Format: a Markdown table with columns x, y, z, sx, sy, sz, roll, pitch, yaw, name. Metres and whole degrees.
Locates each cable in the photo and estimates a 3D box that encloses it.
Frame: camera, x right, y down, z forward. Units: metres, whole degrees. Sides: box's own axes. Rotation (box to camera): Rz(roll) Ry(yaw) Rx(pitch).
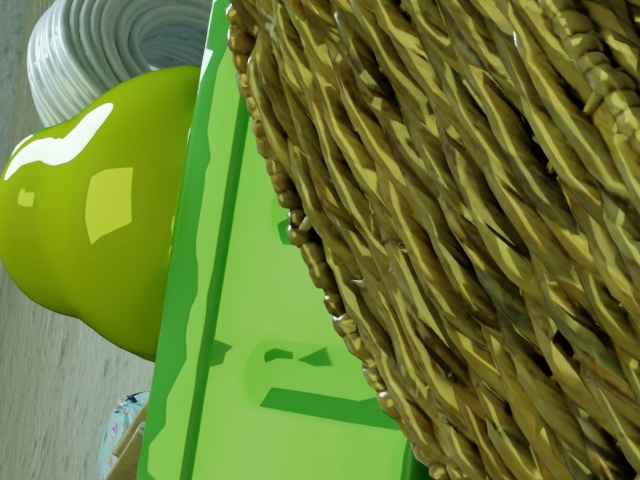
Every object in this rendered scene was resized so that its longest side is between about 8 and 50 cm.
| x | y | z | sx | sy | sz | roll | pitch | yaw | name |
| --- | --- | --- | --- | --- | --- | --- | --- | --- | --- |
| -0.120 | -0.130 | 1.259 | 0.089 | 0.257 | 0.257 | -53 | 52 | 40 | cable |

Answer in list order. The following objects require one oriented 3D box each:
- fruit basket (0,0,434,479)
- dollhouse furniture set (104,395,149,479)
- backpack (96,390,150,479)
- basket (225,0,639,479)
| x | y | z | sx | sy | sz | roll | pitch | yaw | name |
| --- | --- | --- | --- | --- | --- | --- | --- | --- | --- |
| 0.000 | 0.000 | 0.825 | 0.392 | 0.283 | 0.392 | -22 | 62 | 49 | fruit basket |
| -0.127 | 0.382 | 1.059 | 0.394 | 0.256 | 0.362 | -56 | 9 | 19 | dollhouse furniture set |
| -0.135 | 0.200 | 1.303 | 0.182 | 0.115 | 0.152 | 161 | 103 | -73 | backpack |
| 0.122 | -0.045 | 0.549 | 0.299 | 0.223 | 0.213 | 62 | 149 | 25 | basket |
